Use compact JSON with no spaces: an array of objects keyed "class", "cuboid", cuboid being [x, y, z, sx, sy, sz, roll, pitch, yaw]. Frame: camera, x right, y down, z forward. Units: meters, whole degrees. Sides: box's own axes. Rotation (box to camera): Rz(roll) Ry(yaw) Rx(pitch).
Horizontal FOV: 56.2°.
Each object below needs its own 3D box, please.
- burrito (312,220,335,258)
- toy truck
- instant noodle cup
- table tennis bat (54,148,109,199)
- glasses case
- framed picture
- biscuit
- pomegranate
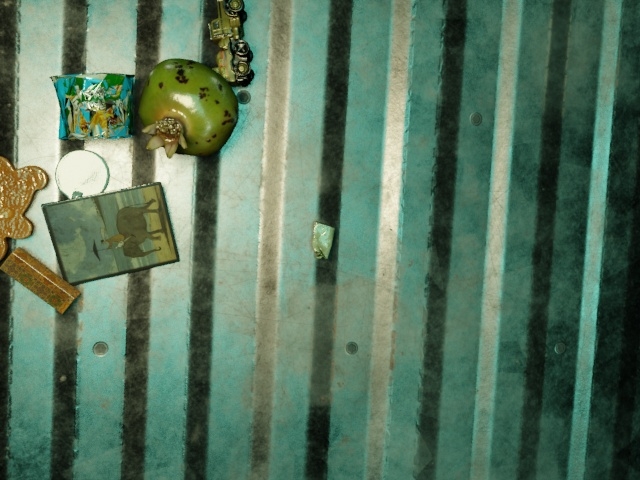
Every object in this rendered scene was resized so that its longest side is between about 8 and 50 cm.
[{"class":"burrito","cuboid":[0.004,0.000,1.947,0.074,0.044,0.118,12,89,-11]},{"class":"toy truck","cuboid":[-0.270,-0.599,1.806,0.127,0.127,0.257,-3,94,2]},{"class":"instant noodle cup","cuboid":[-0.631,-0.375,1.691,0.240,0.240,0.178,-5,102,-13]},{"class":"table tennis bat","cuboid":[-0.714,-0.152,1.774,0.149,0.038,0.237,13,89,-22]},{"class":"glasses case","cuboid":[-0.817,0.116,1.755,0.218,0.049,0.075,41,109,-12]},{"class":"framed picture","cuboid":[-0.618,-0.018,1.787,0.347,0.016,0.265,-12,110,-12]},{"class":"biscuit","cuboid":[-0.925,-0.079,1.723,0.205,0.049,0.324,18,89,-13]},{"class":"pomegranate","cuboid":[-0.384,-0.373,1.687,0.290,0.323,0.291,2,101,10]}]
